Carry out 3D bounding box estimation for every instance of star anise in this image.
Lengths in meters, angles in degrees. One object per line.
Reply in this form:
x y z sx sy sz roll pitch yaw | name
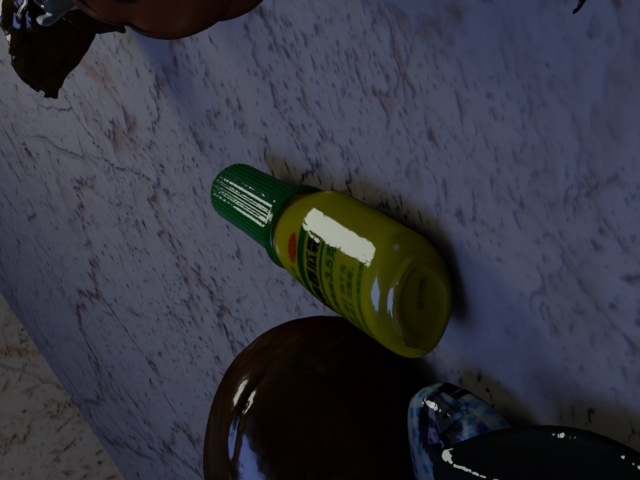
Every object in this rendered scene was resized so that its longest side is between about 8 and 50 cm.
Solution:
-0.302 -0.304 1.380 0.237 0.148 0.346 26 151 53 | star anise

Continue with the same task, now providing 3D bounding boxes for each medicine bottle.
0.000 0.000 1.178 0.309 0.076 0.111 32 139 54 | medicine bottle

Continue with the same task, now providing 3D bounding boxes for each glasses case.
0.146 0.257 1.180 0.125 0.076 0.327 34 147 53 | glasses case

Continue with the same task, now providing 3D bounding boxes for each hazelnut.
-0.002 0.189 1.246 0.229 0.229 0.229 49 157 29 | hazelnut

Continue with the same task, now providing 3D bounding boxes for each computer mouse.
0.194 0.206 0.961 0.269 0.100 0.170 12 134 57 | computer mouse

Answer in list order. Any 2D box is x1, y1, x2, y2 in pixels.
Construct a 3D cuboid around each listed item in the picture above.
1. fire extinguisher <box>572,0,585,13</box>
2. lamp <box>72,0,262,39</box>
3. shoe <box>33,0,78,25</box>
0.098 -0.191 0.752 0.173 0.035 0.049 51 120 25 | fire extinguisher
-0.102 -0.231 0.946 0.187 0.188 0.164 59 162 3 | lamp
-0.248 -0.323 1.208 0.124 0.159 0.316 26 144 59 | shoe
